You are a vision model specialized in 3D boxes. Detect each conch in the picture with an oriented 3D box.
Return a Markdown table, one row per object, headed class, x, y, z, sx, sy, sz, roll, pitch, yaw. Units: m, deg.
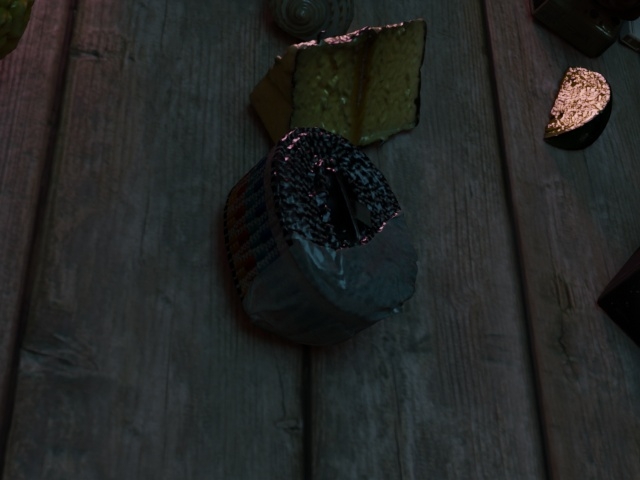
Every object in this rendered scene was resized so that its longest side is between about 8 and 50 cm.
| class | x | y | z | sx | sy | sz | roll | pitch | yaw |
| --- | --- | --- | --- | --- | --- | --- | --- | --- | --- |
| conch | -0.003 | -0.350 | 1.505 | 0.135 | 0.102 | 0.153 | 46 | 49 | -15 |

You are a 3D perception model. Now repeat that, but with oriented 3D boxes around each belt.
| class | x | y | z | sx | sy | sz | roll | pitch | yaw |
| --- | --- | --- | --- | --- | --- | --- | --- | --- | --- |
| belt | 0.000 | 0.000 | 1.241 | 0.207 | 0.150 | 0.258 | 3 | 59 | -38 |

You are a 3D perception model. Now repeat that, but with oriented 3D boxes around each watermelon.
| class | x | y | z | sx | sy | sz | roll | pitch | yaw |
| --- | --- | --- | --- | --- | --- | --- | --- | --- | --- |
| watermelon | 0.428 | -0.218 | 1.655 | 0.092 | 0.075 | 0.181 | 30 | 52 | -2 |

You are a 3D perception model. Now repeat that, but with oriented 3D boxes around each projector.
| class | x | y | z | sx | sy | sz | roll | pitch | yaw |
| --- | --- | --- | --- | --- | --- | --- | --- | --- | --- |
| projector | 0.465 | -0.468 | 1.833 | 0.193 | 0.088 | 0.269 | 33 | 51 | -8 |

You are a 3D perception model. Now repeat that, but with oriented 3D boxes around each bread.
| class | x | y | z | sx | sy | sz | roll | pitch | yaw |
| --- | --- | --- | --- | --- | --- | --- | --- | --- | --- |
| bread | 0.033 | -0.209 | 1.419 | 0.266 | 0.141 | 0.178 | -19 | 110 | -37 |

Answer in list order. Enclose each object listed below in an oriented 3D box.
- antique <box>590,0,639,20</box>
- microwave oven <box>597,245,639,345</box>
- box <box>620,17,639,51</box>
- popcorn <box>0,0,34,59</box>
| class | x | y | z | sx | sy | sz | roll | pitch | yaw |
| --- | --- | --- | --- | --- | --- | --- | --- | --- | --- |
| antique | 0.486 | -0.476 | 1.716 | 0.143 | 0.121 | 0.257 | 10 | 57 | -20 |
| microwave oven | 0.683 | 0.103 | 1.471 | 0.432 | 0.236 | 0.374 | 46 | 50 | 6 |
| box | 0.636 | -0.370 | 1.896 | 0.198 | 0.029 | 0.109 | 22 | 52 | -15 |
| popcorn | -0.466 | -0.296 | 1.171 | 0.237 | 0.251 | 0.206 | 16 | 72 | -61 |
